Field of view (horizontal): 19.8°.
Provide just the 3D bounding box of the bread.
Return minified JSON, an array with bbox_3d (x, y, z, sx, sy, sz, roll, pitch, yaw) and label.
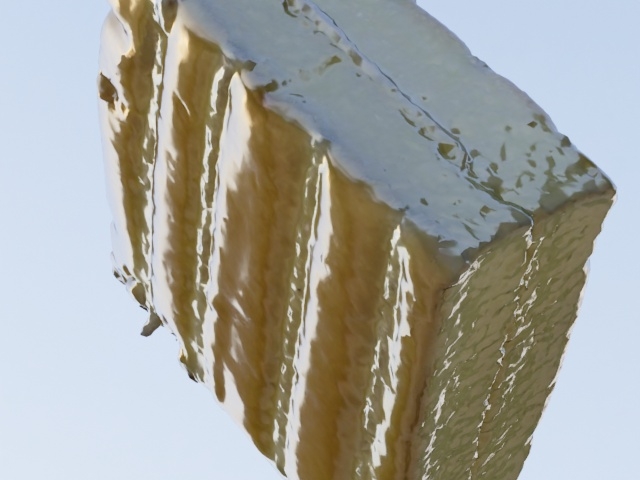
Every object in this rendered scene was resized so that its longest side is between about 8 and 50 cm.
[{"bbox_3d":[0.000,0.000,0.818,0.111,0.239,0.246,-28,-34,-27],"label":"bread"}]
